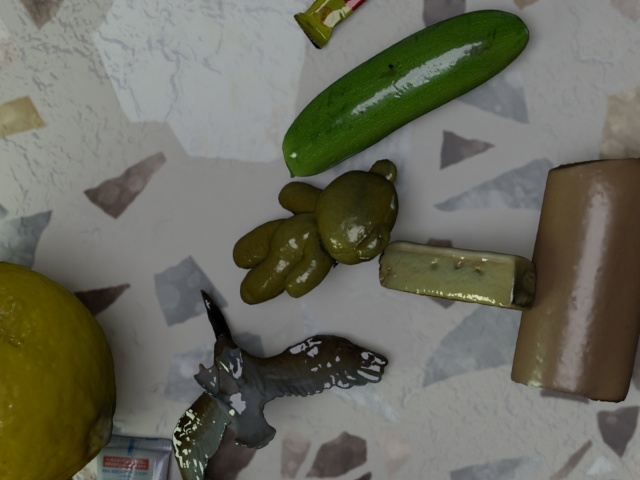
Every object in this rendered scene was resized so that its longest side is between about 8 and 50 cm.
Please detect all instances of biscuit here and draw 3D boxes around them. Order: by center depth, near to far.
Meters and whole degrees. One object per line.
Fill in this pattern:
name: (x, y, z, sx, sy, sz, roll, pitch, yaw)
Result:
biscuit: (0.138, 0.034, 1.872, 0.188, 0.052, 0.056, 9, 87, 45)
biscuit: (0.089, -0.311, 1.905, 0.292, 0.026, 0.048, -42, 104, 15)

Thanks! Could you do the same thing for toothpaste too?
toothpaste: (-0.213, 0.335, 2.039, 0.089, 0.057, 0.234, 2, 90, 13)

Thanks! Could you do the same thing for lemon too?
lemon: (-0.357, 0.153, 1.947, 0.293, 0.293, 0.293, 2, 96, 14)

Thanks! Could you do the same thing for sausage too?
sausage: (0.271, 0.032, 1.844, 0.123, 0.123, 0.252, 11, 96, 13)

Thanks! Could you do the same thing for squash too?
squash: (0.079, -0.157, 1.894, 0.292, 0.082, 0.082, -29, 88, 16)

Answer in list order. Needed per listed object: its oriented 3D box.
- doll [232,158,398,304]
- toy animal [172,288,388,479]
doll: (0.000, 0.000, 1.935, 0.209, 0.097, 0.137, -25, 47, 32)
toy animal: (-0.080, 0.135, 1.944, 0.272, 0.160, 0.197, -28, 87, 9)
